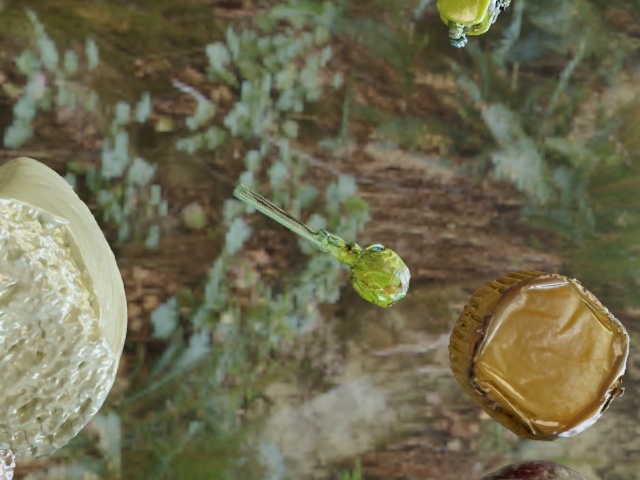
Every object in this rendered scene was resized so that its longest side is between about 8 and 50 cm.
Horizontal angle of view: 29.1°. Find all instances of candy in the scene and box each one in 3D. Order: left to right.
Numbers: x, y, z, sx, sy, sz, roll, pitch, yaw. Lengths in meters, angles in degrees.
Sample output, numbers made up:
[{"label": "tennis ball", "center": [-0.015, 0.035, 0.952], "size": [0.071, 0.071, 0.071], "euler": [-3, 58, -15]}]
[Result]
[{"label": "candy", "center": [0.001, -0.002, 1.603], "size": [0.073, 0.262, 0.077], "euler": [-58, 179, 0]}]

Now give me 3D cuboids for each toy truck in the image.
[{"label": "toy truck", "center": [0.156, -0.246, 1.307], "size": [0.111, 0.076, 0.077], "euler": [12, 98, -78]}]

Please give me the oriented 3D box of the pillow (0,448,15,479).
[{"label": "pillow", "center": [-0.312, 0.249, 0.944], "size": [0.034, 0.135, 0.211], "euler": [43, -55, 48]}]

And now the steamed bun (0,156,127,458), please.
[{"label": "steamed bun", "center": [-0.339, 0.088, 1.287], "size": [0.290, 0.272, 0.273], "euler": [-25, -161, 22]}]

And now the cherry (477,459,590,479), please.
[{"label": "cherry", "center": [0.234, 0.332, 1.365], "size": [0.195, 0.195, 0.195], "euler": [-178, -90, -67]}]

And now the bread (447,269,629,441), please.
[{"label": "bread", "center": [0.247, 0.129, 1.423], "size": [0.104, 0.199, 0.199], "euler": [-156, -110, -75]}]
